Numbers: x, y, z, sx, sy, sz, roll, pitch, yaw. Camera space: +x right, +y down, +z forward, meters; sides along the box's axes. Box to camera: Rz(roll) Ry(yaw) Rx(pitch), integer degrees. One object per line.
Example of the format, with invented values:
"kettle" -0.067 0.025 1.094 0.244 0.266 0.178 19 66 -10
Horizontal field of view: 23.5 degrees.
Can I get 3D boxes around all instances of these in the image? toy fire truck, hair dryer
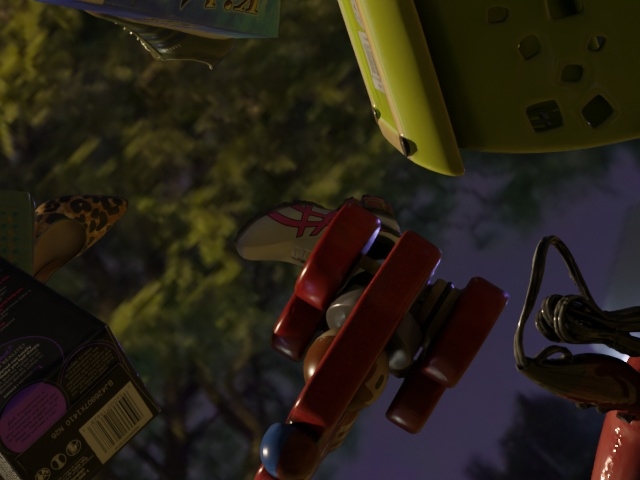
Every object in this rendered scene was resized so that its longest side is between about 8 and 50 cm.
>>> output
"toy fire truck" 0.021 0.129 1.367 0.254 0.169 0.302 -57 -4 -28
"hair dryer" 0.203 0.097 1.058 0.224 0.080 0.293 -24 -59 -28

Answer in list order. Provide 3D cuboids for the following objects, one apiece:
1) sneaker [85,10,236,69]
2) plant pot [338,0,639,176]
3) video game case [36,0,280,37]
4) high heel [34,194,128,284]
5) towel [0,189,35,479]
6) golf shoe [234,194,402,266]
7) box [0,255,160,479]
"sneaker" -0.190 -0.241 1.755 0.086 0.192 0.064 118 158 -48
"plant pot" 0.130 -0.174 1.196 0.207 0.227 0.228 -19 12 -2
"video game case" -0.133 -0.319 1.384 0.270 0.061 0.244 2 -84 -51
"high heel" -0.348 0.037 2.007 0.261 0.186 0.093 -25 -50 -12
"towel" -0.456 0.115 1.768 0.272 0.370 0.040 5 -13 -35
"golf shoe" 0.000 0.000 1.692 0.186 0.086 0.067 -8 -44 -11
"box" -0.325 0.139 1.613 0.165 0.270 0.143 -43 -47 -20
